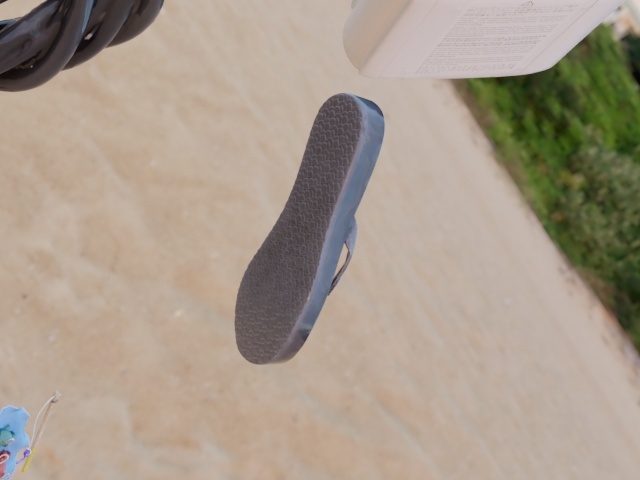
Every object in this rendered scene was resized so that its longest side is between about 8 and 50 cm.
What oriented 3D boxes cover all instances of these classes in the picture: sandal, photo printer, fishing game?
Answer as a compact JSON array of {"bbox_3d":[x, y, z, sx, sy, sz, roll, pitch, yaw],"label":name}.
[{"bbox_3d":[0.001,0.000,1.217,0.054,0.254,0.097,14,16,-39],"label":"sandal"},{"bbox_3d":[0.178,-0.263,1.474,0.307,0.256,0.107,134,-48,-73],"label":"photo printer"},{"bbox_3d":[-0.411,0.287,1.710,0.041,0.189,0.264,32,20,15],"label":"fishing game"}]

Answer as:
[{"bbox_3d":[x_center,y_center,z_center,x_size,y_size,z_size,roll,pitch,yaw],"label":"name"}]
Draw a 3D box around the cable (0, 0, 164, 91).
[{"bbox_3d":[-0.126,-0.110,0.385,0.185,0.150,0.047,10,46,-23],"label":"cable"}]
